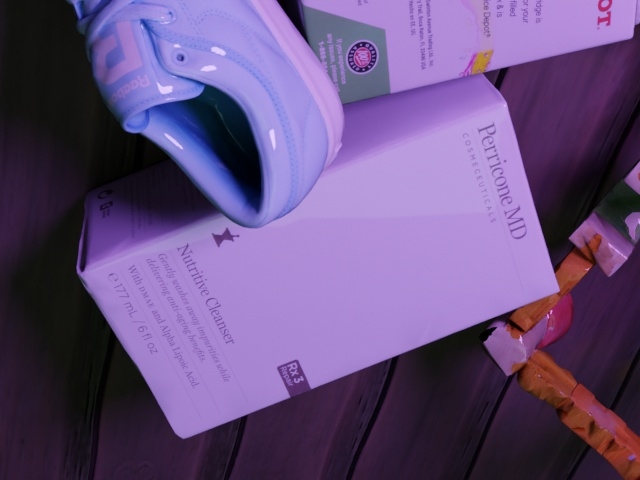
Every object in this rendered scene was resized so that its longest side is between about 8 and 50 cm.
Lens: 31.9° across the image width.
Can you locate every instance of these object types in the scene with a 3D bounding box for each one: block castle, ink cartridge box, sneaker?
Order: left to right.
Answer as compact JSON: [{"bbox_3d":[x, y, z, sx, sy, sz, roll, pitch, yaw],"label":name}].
[{"bbox_3d":[-0.120,-0.162,0.803,0.135,0.150,0.366,-32,110,34],"label":"sneaker"},{"bbox_3d":[0.108,-0.243,0.893,0.278,0.117,0.201,-14,133,-4],"label":"ink cartridge box"},{"bbox_3d":[0.405,0.028,1.111,0.453,0.303,0.213,-52,170,26],"label":"block castle"}]

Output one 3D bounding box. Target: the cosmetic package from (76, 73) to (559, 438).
[{"bbox_3d":[0.000,0.000,1.031,0.385,0.156,0.217,-22,121,4],"label":"cosmetic package"}]
